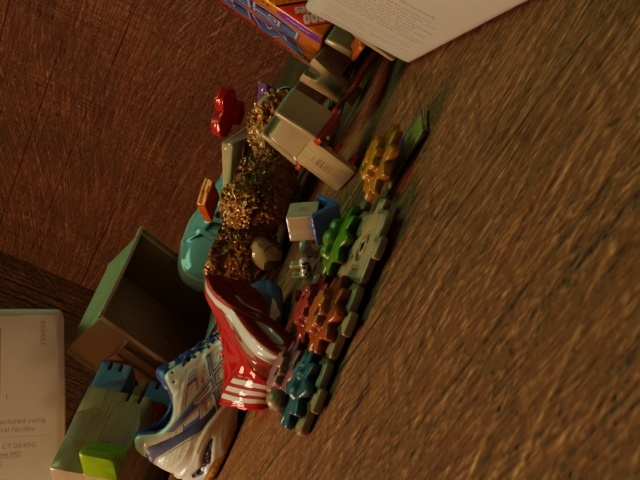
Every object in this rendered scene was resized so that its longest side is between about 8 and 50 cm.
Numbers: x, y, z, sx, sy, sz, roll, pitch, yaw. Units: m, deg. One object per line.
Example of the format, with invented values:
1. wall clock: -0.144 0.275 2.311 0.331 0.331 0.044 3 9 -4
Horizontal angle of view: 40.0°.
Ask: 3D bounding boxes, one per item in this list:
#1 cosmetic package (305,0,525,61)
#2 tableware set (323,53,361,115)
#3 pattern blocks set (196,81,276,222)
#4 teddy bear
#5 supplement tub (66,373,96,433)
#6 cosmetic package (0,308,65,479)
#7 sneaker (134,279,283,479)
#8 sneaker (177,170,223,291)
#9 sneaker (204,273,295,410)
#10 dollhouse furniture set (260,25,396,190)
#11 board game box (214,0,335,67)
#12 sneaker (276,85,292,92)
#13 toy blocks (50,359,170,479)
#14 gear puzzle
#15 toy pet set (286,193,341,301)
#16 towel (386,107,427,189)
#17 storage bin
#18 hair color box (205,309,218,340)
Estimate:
1. cosmetic package: 0.133 -0.350 0.916 0.230 0.161 0.453 -66 11 -2
2. tableware set: 0.016 -0.263 1.610 0.128 0.039 0.194 -49 19 56
3. pattern blocks set: -0.131 -0.114 1.536 0.285 0.026 0.325 -25 -53 -61
4. teddy bear: -0.088 -0.081 1.441 0.245 0.113 0.338 83 -156 -72
5. supplement tub: -0.380 0.359 1.708 0.144 0.199 0.144 -62 11 21
6. cosmetic package: -0.611 0.288 1.514 0.393 0.329 0.328 159 109 -72
7. sneaker: -0.152 0.178 1.205 0.296 0.131 0.112 -66 9 -12
8. sneaker: -0.164 -0.077 1.678 0.150 0.135 0.366 103 -169 -59
9. sneaker: -0.115 0.136 1.123 0.128 0.087 0.221 -67 29 13
10. dollhouse furniture set: 0.039 -0.213 1.260 0.259 0.135 0.262 -58 7 -27
11. board game box: -0.047 -0.546 1.442 0.356 0.356 0.356 -56 3 1
12. sneaker: -0.095 -0.244 2.031 0.121 0.079 0.217 -117 44 -72
13. toy blocks: -0.299 0.332 1.366 0.261 0.190 0.381 -74 -10 -46
14. gear puzzle: 0.015 0.029 0.923 0.175 0.044 0.339 -176 108 -79
15. toy pet set: 0.000 0.000 1.117 0.122 0.065 0.114 -77 -19 -58
16. towel: 0.094 -0.100 0.956 0.083 0.009 0.060 -59 13 32
17. storage bin: -0.295 0.158 1.616 0.123 0.260 0.262 -40 22 28
18. hair color box: -0.157 0.118 1.565 0.093 0.053 0.167 -60 10 19
